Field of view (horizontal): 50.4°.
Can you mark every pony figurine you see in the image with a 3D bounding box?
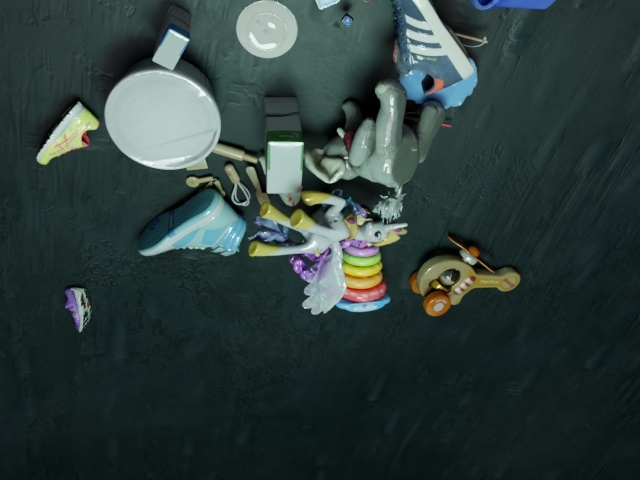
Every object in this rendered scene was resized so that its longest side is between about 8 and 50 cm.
[{"bbox_3d":[0.000,0.000,1.754,0.363,0.303,0.351,12,150,-38],"label":"pony figurine"}]

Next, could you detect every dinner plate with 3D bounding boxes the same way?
[{"bbox_3d":[-0.123,-0.483,1.567,0.141,0.017,0.141,-2,131,-2],"label":"dinner plate"}]

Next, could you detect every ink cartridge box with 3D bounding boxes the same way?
[{"bbox_3d":[-0.328,-0.452,1.509,0.052,0.122,0.088,22,128,-27],"label":"ink cartridge box"},{"bbox_3d":[-0.093,-0.237,1.664,0.087,0.208,0.153,-2,133,-7],"label":"ink cartridge box"}]

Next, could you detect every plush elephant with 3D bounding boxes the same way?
[{"bbox_3d":[0.117,-0.234,1.673,0.272,0.255,0.330,-4,111,-51],"label":"plush elephant"}]

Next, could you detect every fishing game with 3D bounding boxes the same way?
[{"bbox_3d":[0.286,-0.398,1.660,0.189,0.041,0.264,9,135,-3],"label":"fishing game"}]

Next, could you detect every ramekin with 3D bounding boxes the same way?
[{"bbox_3d":[-0.370,-0.313,1.628,0.273,0.127,0.273,-2,132,-3],"label":"ramekin"}]

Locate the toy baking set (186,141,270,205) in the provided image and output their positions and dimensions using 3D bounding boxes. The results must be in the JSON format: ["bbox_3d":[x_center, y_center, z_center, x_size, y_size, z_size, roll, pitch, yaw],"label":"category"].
[{"bbox_3d":[-0.247,-0.177,1.829,0.256,0.030,0.197,13,136,-7],"label":"toy baking set"}]

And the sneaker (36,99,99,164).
[{"bbox_3d":[-0.631,-0.251,1.697,0.094,0.081,0.208,34,121,-32],"label":"sneaker"}]

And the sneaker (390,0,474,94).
[{"bbox_3d":[0.197,-0.455,1.487,0.148,0.131,0.350,-30,126,22],"label":"sneaker"}]

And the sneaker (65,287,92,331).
[{"bbox_3d":[-0.763,0.211,2.131,0.071,0.068,0.170,10,124,7],"label":"sneaker"}]

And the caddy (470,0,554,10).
[{"bbox_3d":[0.391,-0.619,1.332,0.179,0.241,0.341,4,131,-14],"label":"caddy"}]

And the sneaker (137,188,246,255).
[{"bbox_3d":[-0.347,-0.002,1.917,0.319,0.127,0.208,-25,136,27],"label":"sneaker"}]

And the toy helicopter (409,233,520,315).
[{"bbox_3d":[0.464,0.101,2.091,0.355,0.140,0.235,2,124,-20],"label":"toy helicopter"}]

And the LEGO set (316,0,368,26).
[{"bbox_3d":[0.056,-0.596,1.469,0.182,0.060,0.244,-19,119,13],"label":"LEGO set"}]

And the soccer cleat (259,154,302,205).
[{"bbox_3d":[-0.104,-0.165,1.832,0.068,0.076,0.196,-49,147,-14],"label":"soccer cleat"}]

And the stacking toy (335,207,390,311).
[{"bbox_3d":[0.120,0.044,1.995,0.175,0.166,0.302,-4,118,-13],"label":"stacking toy"}]
